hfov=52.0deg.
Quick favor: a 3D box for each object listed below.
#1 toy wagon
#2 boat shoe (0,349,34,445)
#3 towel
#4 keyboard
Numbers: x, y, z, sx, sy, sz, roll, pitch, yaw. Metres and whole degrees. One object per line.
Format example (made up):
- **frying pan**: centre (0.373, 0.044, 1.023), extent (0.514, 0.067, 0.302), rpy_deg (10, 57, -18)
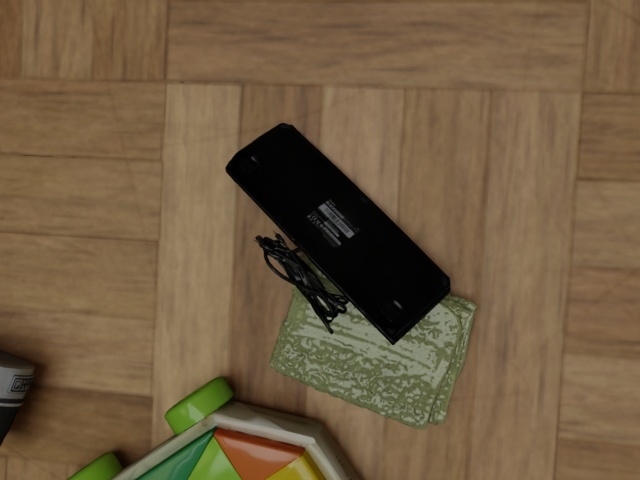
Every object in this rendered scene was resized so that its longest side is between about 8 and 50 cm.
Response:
- **toy wagon**: centre (-0.109, 0.288, 0.526), extent (0.344, 0.068, 0.267), rpy_deg (-35, 86, 8)
- **boat shoe**: centre (-0.396, 0.102, 0.543), extent (0.306, 0.113, 0.105), rpy_deg (21, 81, -1)
- **towel**: centre (0.040, 0.078, 0.516), extent (0.148, 0.027, 0.110), rpy_deg (17, 95, 7)
- **keyboard**: centre (0.000, 0.000, 0.501), extent (0.100, 0.038, 0.192), rpy_deg (-36, 73, -26)
